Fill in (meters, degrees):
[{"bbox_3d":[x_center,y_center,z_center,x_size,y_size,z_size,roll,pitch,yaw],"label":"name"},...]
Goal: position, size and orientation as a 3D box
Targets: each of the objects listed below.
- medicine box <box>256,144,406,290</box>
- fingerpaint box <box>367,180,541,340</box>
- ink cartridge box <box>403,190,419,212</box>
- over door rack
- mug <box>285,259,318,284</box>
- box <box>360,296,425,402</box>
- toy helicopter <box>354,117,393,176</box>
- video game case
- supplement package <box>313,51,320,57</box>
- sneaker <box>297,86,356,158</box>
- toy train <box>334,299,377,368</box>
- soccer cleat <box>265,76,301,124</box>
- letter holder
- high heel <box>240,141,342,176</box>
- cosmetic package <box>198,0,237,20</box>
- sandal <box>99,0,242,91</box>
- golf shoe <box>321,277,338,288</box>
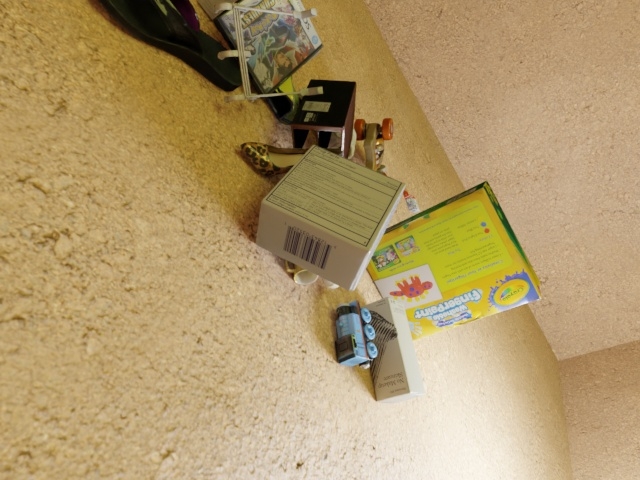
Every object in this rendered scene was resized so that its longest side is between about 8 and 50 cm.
[{"bbox_3d":[0.029,-0.067,1.144,0.264,0.149,0.289,25,45,9],"label":"medicine box"},{"bbox_3d":[0.404,0.077,1.505,0.370,0.445,0.163,61,28,-2],"label":"fingerpaint box"},{"bbox_3d":[0.420,-0.186,2.173,0.063,0.029,0.115,14,55,-53],"label":"ink cartridge box"},{"bbox_3d":[-0.144,-0.506,1.282,0.324,0.108,0.239,-22,114,-42],"label":"over door rack"},{"bbox_3d":[-0.045,0.065,1.188,0.078,0.062,0.064,46,24,-46],"label":"mug"},{"bbox_3d":[0.198,0.309,1.327,0.094,0.113,0.274,26,45,-47],"label":"box"},{"bbox_3d":[0.200,-0.287,1.809,0.235,0.140,0.354,64,34,-56],"label":"toy helicopter"},{"bbox_3d":[-0.138,-0.596,1.354,0.275,0.035,0.248,-48,128,-20],"label":"video game case"},{"bbox_3d":[-0.099,-0.695,1.675,0.105,0.105,0.179,62,29,-3],"label":"supplement package"},{"bbox_3d":[0.034,-0.411,1.645,0.305,0.114,0.152,41,35,-35],"label":"sneaker"},{"bbox_3d":[0.088,0.245,1.238,0.105,0.080,0.184,24,47,-41],"label":"toy train"},{"bbox_3d":[-0.142,-0.494,1.456,0.121,0.094,0.288,-20,84,-59],"label":"soccer cleat"},{"bbox_3d":[0.018,-0.337,1.464,0.301,0.152,0.214,-76,169,-47],"label":"letter holder"},{"bbox_3d":[-0.071,-0.238,1.260,0.261,0.186,0.093,23,49,-50],"label":"high heel"},{"bbox_3d":[-0.241,-0.724,1.422,0.151,0.152,0.183,49,31,-23],"label":"cosmetic package"},{"bbox_3d":[-0.340,-0.532,1.149,0.446,0.107,0.167,19,51,-53],"label":"sandal"},{"bbox_3d":[0.000,0.000,1.290,0.140,0.116,0.306,88,-10,-45],"label":"golf shoe"}]
